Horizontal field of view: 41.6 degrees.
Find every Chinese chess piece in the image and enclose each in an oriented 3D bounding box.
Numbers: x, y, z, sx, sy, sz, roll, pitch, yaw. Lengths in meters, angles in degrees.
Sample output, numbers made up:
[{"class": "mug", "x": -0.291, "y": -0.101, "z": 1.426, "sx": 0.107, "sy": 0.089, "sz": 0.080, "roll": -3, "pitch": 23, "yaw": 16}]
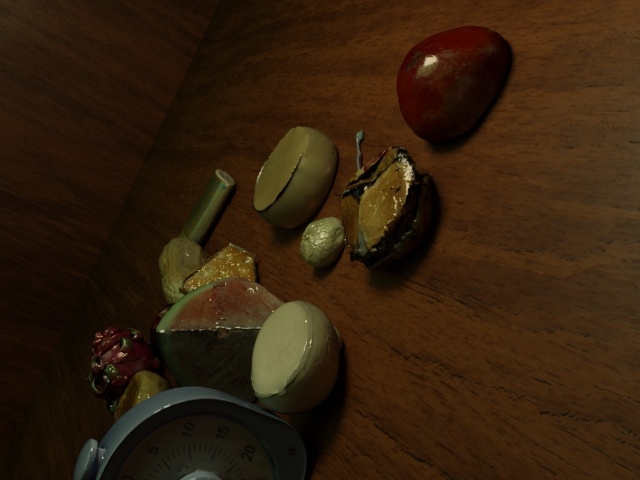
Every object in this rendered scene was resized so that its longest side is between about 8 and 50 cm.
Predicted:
[{"class": "Chinese chess piece", "x": -0.062, "y": -0.150, "z": 1.993, "sx": 0.250, "sy": 0.103, "sz": 0.250, "roll": -45, "pitch": 29, "yaw": 35}]

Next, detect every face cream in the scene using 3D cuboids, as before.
[{"class": "face cream", "x": -0.353, "y": -0.071, "z": 2.532, "sx": 0.285, "sy": 0.067, "sz": 0.139, "roll": -58, "pitch": 23, "yaw": 12}]

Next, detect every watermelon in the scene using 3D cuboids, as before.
[{"class": "watermelon", "x": -0.163, "y": 0.232, "z": 1.826, "sx": 0.283, "sy": 0.292, "sz": 0.250, "roll": -54, "pitch": -29, "yaw": -40}]

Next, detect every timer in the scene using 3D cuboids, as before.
[{"class": "timer", "x": -0.235, "y": 0.438, "z": 1.444, "sx": 0.395, "sy": 0.395, "sz": 0.173, "roll": -67, "pitch": 20, "yaw": -7}]

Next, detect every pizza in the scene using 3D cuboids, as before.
[{"class": "pizza", "x": -0.211, "y": 0.111, "z": 2.052, "sx": 0.188, "sy": 0.204, "sz": 0.080, "roll": -46, "pitch": -32, "yaw": -38}]

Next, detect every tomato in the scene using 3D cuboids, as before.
[{"class": "tomato", "x": 0.222, "y": -0.300, "z": 1.532, "sx": 0.233, "sy": 0.139, "sz": 0.200, "roll": -60, "pitch": 31, "yaw": 7}]

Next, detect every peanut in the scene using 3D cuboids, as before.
[{"class": "peanut", "x": -0.364, "y": 0.107, "z": 2.294, "sx": 0.149, "sy": 0.149, "sz": 0.313, "roll": -56, "pitch": 27, "yaw": 17}]

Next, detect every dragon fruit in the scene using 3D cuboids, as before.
[{"class": "dragon fruit", "x": -0.546, "y": 0.374, "z": 2.320, "sx": 0.198, "sy": 0.218, "sz": 0.273, "roll": 1, "pitch": 68, "yaw": 24}]

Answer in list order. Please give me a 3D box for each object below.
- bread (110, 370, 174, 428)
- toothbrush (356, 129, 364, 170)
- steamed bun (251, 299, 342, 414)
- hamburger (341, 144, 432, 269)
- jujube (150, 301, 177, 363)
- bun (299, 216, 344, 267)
[{"class": "bread", "x": -0.445, "y": 0.455, "z": 2.136, "sx": 0.244, "sy": 0.134, "sz": 0.244, "roll": -49, "pitch": 27, "yaw": 36}, {"class": "toothbrush", "x": 0.087, "y": -0.173, "z": 1.826, "sx": 0.019, "sy": 0.013, "sz": 0.193, "roll": -35, "pitch": 36, "yaw": 33}, {"class": "steamed bun", "x": -0.037, "y": 0.220, "z": 1.553, "sx": 0.177, "sy": 0.131, "sz": 0.228, "roll": -40, "pitch": 31, "yaw": 23}, {"class": "hamburger", "x": 0.124, "y": -0.058, "z": 1.539, "sx": 0.231, "sy": 0.107, "sz": 0.231, "roll": -38, "pitch": 38, "yaw": 38}, {"class": "jujube", "x": -0.312, "y": 0.238, "z": 2.026, "sx": 0.243, "sy": 0.183, "sz": 0.183, "roll": 11, "pitch": 77, "yaw": 58}, {"class": "bun", "x": 0.000, "y": 0.000, "z": 1.766, "sx": 0.115, "sy": 0.069, "sz": 0.115, "roll": -42, "pitch": 33, "yaw": 36}]
